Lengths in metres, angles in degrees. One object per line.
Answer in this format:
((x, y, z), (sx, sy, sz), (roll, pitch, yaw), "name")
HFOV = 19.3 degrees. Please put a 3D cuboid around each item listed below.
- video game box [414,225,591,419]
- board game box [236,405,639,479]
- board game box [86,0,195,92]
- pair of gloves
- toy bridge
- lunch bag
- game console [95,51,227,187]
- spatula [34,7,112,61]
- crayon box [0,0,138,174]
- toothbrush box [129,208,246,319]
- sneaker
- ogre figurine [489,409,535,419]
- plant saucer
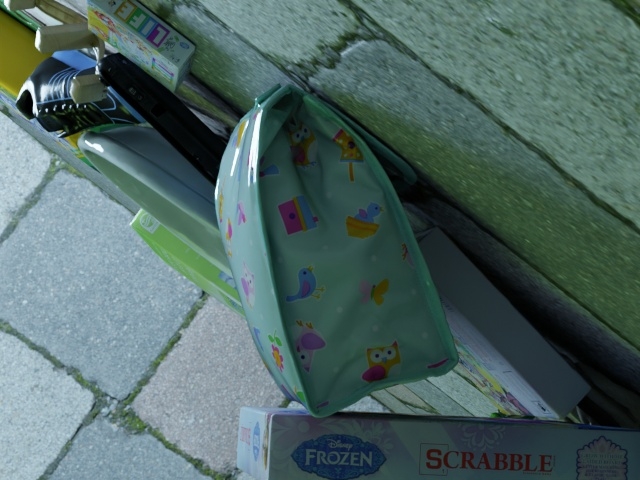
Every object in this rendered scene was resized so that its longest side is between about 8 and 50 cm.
((0.142, 0.079, 1.749), (0.205, 0.048, 0.187), (46, 167, -5), "video game box")
((0.095, 0.189, 1.700), (0.318, 0.066, 0.318), (3, 175, -8), "board game box")
((-0.166, -0.187, 1.732), (0.103, 0.026, 0.154), (37, 173, -2), "board game box")
((0.261, 0.161, 1.845), (0.204, 0.042, 0.240), (41, 169, 20), "pair of gloves")
((-0.258, -0.206, 1.916), (0.188, 0.063, 0.026), (52, 140, 38), "toy bridge")
((0.000, 0.000, 1.585), (0.223, 0.160, 0.262), (167, 84, -82), "lunch bag")
((-0.075, -0.054, 1.849), (0.361, 0.044, 0.213), (44, -176, 9), "game console")
((-0.215, -0.189, 2.028), (0.242, 0.019, 0.168), (27, 162, 52), "spatula")
((-0.357, -0.204, 2.356), (0.203, 0.083, 0.323), (35, 172, 16), "crayon box")
((-0.082, 0.035, 2.419), (0.283, 0.122, 0.206), (34, 173, 13), "toothbrush box")
((-0.253, -0.147, 2.029), (0.081, 0.090, 0.232), (46, 169, -30), "sneaker")
((0.267, 0.264, 2.310), (0.118, 0.097, 0.197), (47, 166, 21), "ogre figurine")
((-0.086, -0.024, 2.118), (0.400, 0.100, 0.400), (36, 174, 4), "plant saucer")
